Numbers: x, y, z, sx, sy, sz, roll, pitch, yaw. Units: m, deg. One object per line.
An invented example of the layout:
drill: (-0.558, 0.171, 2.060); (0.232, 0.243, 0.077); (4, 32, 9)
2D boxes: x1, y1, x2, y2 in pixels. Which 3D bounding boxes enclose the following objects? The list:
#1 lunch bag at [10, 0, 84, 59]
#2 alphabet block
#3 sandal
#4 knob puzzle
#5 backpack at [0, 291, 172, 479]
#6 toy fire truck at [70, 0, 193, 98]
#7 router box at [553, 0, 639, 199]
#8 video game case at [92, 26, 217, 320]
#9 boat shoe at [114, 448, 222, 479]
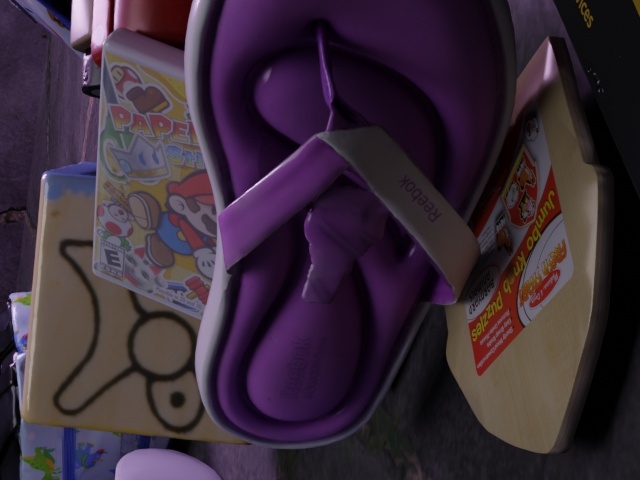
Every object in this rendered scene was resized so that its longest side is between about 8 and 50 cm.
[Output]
lunch bag: (-0.227, -0.341, 1.228); (0.328, 0.239, 0.385); (40, 143, 30)
alphabet block: (-0.130, 0.045, 1.185); (0.193, 0.192, 0.197); (-67, -16, -84)
sandal: (0.016, -0.001, 0.765); (0.416, 0.169, 0.102); (95, 170, -48)
knob puzzle: (0.114, 0.021, 0.754); (0.213, 0.030, 0.213); (-176, 90, -72)
backpack: (-0.281, 0.193, 1.646); (0.355, 0.273, 0.290); (81, -177, -58)
toy fire truck: (-0.027, -0.138, 0.958); (0.246, 0.217, 0.158); (-6, 80, 57)
router box: (0.178, -0.131, 0.501); (0.243, 0.081, 0.309); (111, 155, -43)
video game case: (-0.045, -0.014, 0.945); (0.026, 0.227, 0.206); (-55, -18, -45)
boat shoe: (-0.128, 0.299, 1.346); (0.301, 0.108, 0.102); (-137, 53, -58)
